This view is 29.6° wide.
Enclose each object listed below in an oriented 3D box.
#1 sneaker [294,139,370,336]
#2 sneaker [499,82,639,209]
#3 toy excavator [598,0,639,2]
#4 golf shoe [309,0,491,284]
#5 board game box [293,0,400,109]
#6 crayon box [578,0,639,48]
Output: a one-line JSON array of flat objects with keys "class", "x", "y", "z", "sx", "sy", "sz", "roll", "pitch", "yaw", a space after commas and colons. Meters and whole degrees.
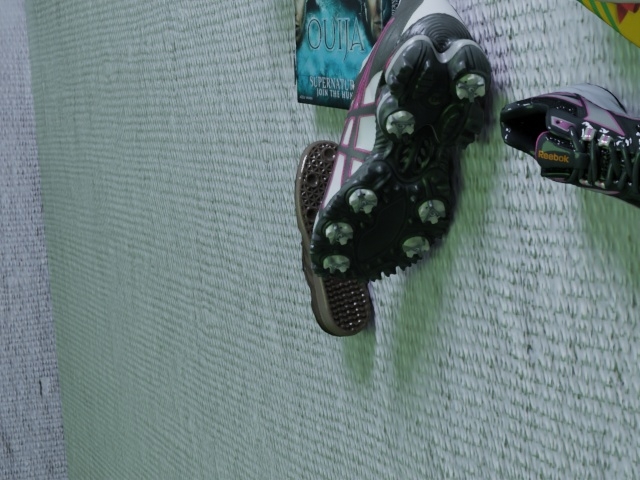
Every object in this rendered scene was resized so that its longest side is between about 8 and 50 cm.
[{"class": "sneaker", "x": 0.000, "y": 0.000, "z": 1.168, "sx": 0.071, "sy": 0.066, "sz": 0.188, "roll": 170, "pitch": 94, "yaw": -66}, {"class": "sneaker", "x": 0.176, "y": -0.051, "z": 0.762, "sx": 0.178, "sy": 0.077, "sz": 0.072, "roll": 31, "pitch": 124, "yaw": 59}, {"class": "toy excavator", "x": 0.099, "y": -0.323, "z": 0.513, "sx": 0.433, "sy": 0.222, "sz": 0.445, "roll": -56, "pitch": 38, "yaw": -6}, {"class": "golf shoe", "x": 0.062, "y": -0.078, "z": 1.006, "sx": 0.120, "sy": 0.105, "sz": 0.273, "roll": -99, "pitch": 25, "yaw": -46}, {"class": "board game box", "x": 0.024, "y": -0.185, "z": 1.121, "sx": 0.186, "sy": 0.026, "sz": 0.126, "roll": -161, "pitch": 66, "yaw": -63}, {"class": "crayon box", "x": 0.225, "y": -0.187, "z": 0.621, "sx": 0.318, "sy": 0.081, "sz": 0.202, "roll": 54, "pitch": 142, "yaw": 46}]
